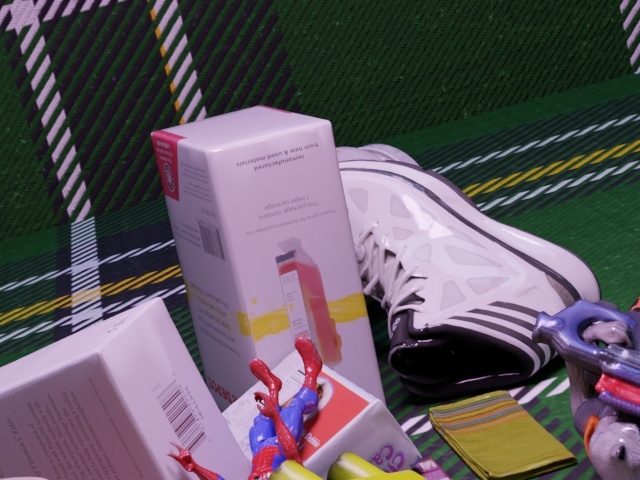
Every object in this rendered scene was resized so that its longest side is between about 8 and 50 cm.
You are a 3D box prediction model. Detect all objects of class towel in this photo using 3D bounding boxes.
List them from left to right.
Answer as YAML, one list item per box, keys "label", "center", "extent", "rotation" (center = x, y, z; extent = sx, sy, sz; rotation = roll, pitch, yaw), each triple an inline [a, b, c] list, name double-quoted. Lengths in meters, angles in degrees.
- label: "towel"
  center: [0.198, 0.217, 1.815]
  extent: [0.102, 0.021, 0.237]
  rotation: [-17, 14, -8]

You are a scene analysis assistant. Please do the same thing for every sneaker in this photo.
- label: "sneaker"
  center: [0.109, 0.045, 2.067]
  extent: [0.448, 0.169, 0.257]
  rotation: [23, 35, 25]

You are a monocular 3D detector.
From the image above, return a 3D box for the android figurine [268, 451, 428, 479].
- label: "android figurine"
  center: [0.084, 0.272, 1.457]
  extent: [0.273, 0.056, 0.248]
  rotation: [28, 18, 37]

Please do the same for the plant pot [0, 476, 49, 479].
- label: "plant pot"
  center: [-0.260, 0.340, 1.307]
  extent: [0.275, 0.243, 0.275]
  rotation: [-13, 14, 3]

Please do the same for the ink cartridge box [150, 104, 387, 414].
- label: "ink cartridge box"
  center: [-0.066, 0.043, 2.015]
  extent: [0.160, 0.384, 0.279]
  rotation: [-15, 13, -18]

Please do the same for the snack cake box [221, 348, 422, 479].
- label: "snack cake box"
  center: [-0.015, 0.221, 1.764]
  extent: [0.152, 0.089, 0.264]
  rotation: [-39, 19, -9]

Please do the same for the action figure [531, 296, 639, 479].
- label: "action figure"
  center: [0.396, 0.164, 1.668]
  extent: [0.341, 0.178, 0.330]
  rotation: [26, 41, 27]

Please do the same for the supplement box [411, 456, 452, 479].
- label: "supplement box"
  center: [0.106, 0.262, 1.677]
  extent: [0.055, 0.043, 0.083]
  rotation: [-18, 15, -8]

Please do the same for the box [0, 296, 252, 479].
- label: "box"
  center: [-0.281, 0.235, 1.655]
  extent: [0.345, 0.215, 0.168]
  rotation: [-24, 9, 21]

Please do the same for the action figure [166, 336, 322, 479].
- label: "action figure"
  center: [-0.066, 0.180, 1.615]
  extent: [0.091, 0.139, 0.280]
  rotation: [-29, 28, 19]

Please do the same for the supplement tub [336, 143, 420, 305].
- label: "supplement tub"
  center: [0.000, 0.000, 2.415]
  extent: [0.241, 0.241, 0.331]
  rotation: [0, 19, 44]
